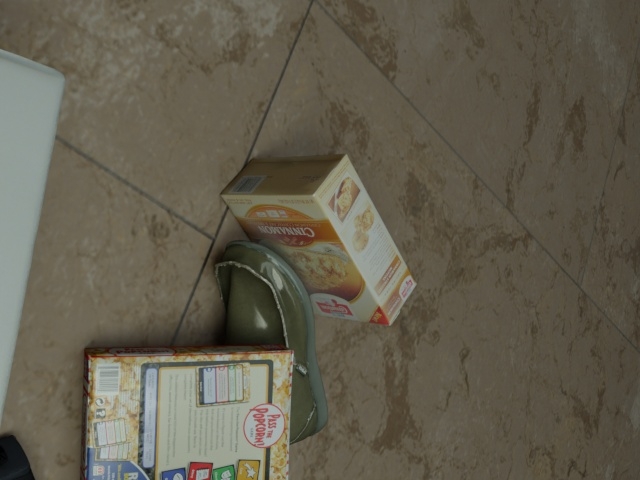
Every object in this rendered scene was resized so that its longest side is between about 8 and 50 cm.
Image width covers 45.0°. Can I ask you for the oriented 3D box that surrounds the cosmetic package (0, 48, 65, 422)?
[{"bbox_3d":[-0.275,0.127,0.400,0.162,0.230,0.453,15,68,-30],"label":"cosmetic package"}]

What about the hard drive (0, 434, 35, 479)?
[{"bbox_3d":[-0.314,0.280,0.579,0.255,0.054,0.172,-28,111,-43],"label":"hard drive"}]

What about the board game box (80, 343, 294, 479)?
[{"bbox_3d":[-0.124,0.175,0.732,0.194,0.045,0.146,3,90,-22],"label":"board game box"}]

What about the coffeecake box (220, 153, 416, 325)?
[{"bbox_3d":[0.000,0.000,0.842,0.068,0.142,0.185,-53,127,-31],"label":"coffeecake box"}]

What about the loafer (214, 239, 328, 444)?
[{"bbox_3d":[-0.057,0.120,0.821,0.087,0.094,0.251,-37,118,-45],"label":"loafer"}]
